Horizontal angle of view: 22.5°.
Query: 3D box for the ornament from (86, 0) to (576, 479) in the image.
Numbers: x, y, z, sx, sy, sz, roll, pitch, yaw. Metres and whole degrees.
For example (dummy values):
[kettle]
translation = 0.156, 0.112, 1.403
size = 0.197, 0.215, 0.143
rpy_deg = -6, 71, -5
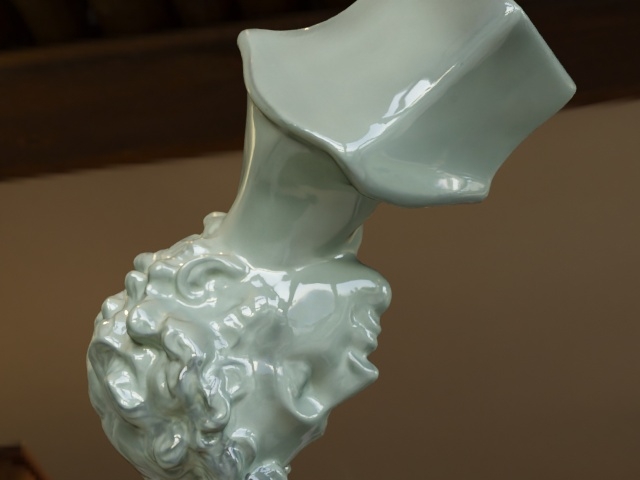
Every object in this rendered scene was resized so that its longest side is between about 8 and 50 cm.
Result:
[ornament]
translation = -0.008, -0.012, 0.731
size = 0.120, 0.130, 0.285
rpy_deg = 25, -83, -43
